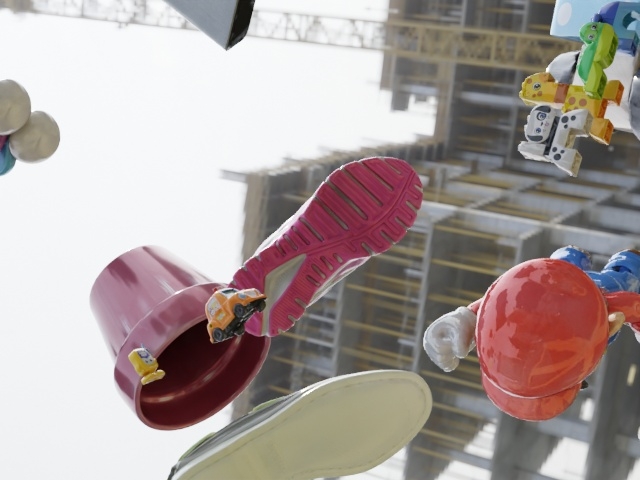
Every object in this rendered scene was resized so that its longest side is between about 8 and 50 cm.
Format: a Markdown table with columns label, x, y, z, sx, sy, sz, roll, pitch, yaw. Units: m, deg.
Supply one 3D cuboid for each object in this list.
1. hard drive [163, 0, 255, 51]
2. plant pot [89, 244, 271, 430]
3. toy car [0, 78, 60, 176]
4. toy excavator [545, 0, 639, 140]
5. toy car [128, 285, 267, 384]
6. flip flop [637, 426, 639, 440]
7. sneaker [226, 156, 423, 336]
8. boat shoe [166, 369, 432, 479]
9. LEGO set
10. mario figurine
| label | x | y | z | sx | sy | sz | roll | pitch | yaw |
| --- | --- | --- | --- | --- | --- | --- | --- | --- | --- |
| hard drive | -0.092 | -0.187 | 0.633 | 0.022 | 0.135 | 0.094 | -43 | -13 | -33 |
| plant pot | -0.191 | 0.107 | 1.344 | 0.201 | 0.180 | 0.201 | -28 | -38 | -24 |
| toy car | -0.448 | -0.151 | 1.407 | 0.136 | 0.159 | 0.182 | -55 | -28 | -12 |
| toy excavator | 0.375 | -0.324 | 1.175 | 0.433 | 0.222 | 0.445 | 8 | -83 | -24 |
| toy car | -0.102 | 0.068 | 0.877 | 0.122 | 0.040 | 0.060 | -23 | -23 | -43 |
| flip flop | 0.404 | 0.143 | 1.106 | 0.277 | 0.112 | 0.080 | 102 | 164 | -60 |
| sneaker | 0.000 | 0.000 | 1.164 | 0.252 | 0.103 | 0.111 | -38 | 3 | -6 |
| boat shoe | -0.027 | 0.216 | 1.159 | 0.305 | 0.091 | 0.109 | -24 | -81 | -11 |
| LEGO set | 0.229 | -0.163 | 0.984 | 0.087 | 0.093 | 0.227 | 32 | -107 | -56 |
| mario figurine | 0.231 | 0.099 | 1.029 | 0.170 | 0.198 | 0.320 | 59 | -151 | 7 |
